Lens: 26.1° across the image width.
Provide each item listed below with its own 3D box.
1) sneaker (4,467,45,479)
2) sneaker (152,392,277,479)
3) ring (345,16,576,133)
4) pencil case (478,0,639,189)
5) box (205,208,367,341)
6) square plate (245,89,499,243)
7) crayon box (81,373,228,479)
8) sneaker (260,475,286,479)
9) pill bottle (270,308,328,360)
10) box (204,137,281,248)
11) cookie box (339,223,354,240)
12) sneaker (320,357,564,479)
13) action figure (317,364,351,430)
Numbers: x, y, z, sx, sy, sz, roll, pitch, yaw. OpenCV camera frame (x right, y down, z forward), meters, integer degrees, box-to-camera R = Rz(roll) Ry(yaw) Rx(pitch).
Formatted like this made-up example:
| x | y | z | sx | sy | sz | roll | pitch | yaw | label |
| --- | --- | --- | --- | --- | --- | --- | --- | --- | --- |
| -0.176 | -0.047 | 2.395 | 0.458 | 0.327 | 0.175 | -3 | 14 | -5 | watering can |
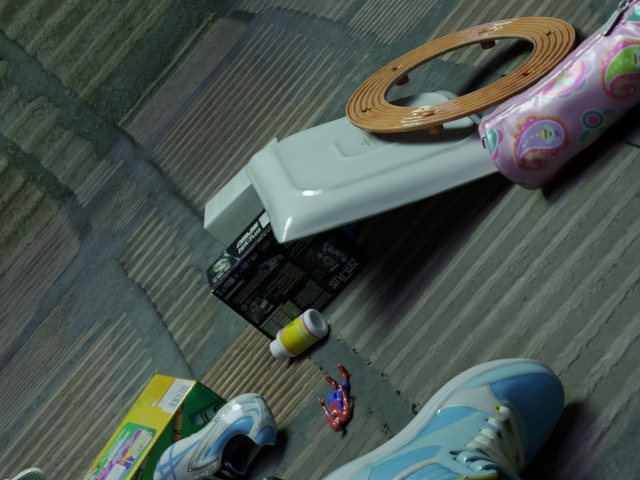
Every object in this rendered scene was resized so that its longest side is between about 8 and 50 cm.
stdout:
| x | y | z | sx | sy | sz | roll | pitch | yaw | label |
| --- | --- | --- | --- | --- | --- | --- | --- | --- | --- |
| -0.528 | 0.427 | 2.402 | 0.134 | 0.051 | 0.070 | -47 | 26 | 17 | sneaker |
| -0.145 | 0.294 | 1.832 | 0.237 | 0.085 | 0.086 | -45 | 46 | 31 | sneaker |
| 0.196 | -0.226 | 1.926 | 0.337 | 0.032 | 0.336 | -20 | 24 | 9 | ring |
| 0.321 | -0.183 | 1.648 | 0.284 | 0.124 | 0.124 | -41 | 23 | 25 | pencil case |
| -0.050 | 0.038 | 1.972 | 0.180 | 0.147 | 0.077 | -48 | 21 | 8 | box |
| 0.075 | -0.120 | 1.907 | 0.344 | 0.049 | 0.347 | -19 | 22 | -4 | square plate |
| -0.256 | 0.328 | 1.983 | 0.278 | 0.081 | 0.165 | -56 | 22 | -17 | crayon box |
| -0.088 | 0.348 | 1.620 | 0.178 | 0.077 | 0.072 | -52 | 20 | -5 | sneaker |
| -0.031 | 0.133 | 1.918 | 0.083 | 0.043 | 0.043 | -38 | 24 | 28 | pill bottle |
| -0.084 | -0.055 | 2.222 | 0.170 | 0.130 | 0.091 | -42 | 21 | 17 | box |
| 0.000 | 0.000 | 2.086 | 0.107 | 0.040 | 0.092 | -42 | 22 | 19 | cookie box |
| 0.153 | 0.212 | 1.235 | 0.319 | 0.127 | 0.208 | -34 | 15 | -29 | sneaker |
| 0.020 | 0.200 | 1.728 | 0.038 | 0.030 | 0.115 | -37 | 26 | 18 | action figure |
